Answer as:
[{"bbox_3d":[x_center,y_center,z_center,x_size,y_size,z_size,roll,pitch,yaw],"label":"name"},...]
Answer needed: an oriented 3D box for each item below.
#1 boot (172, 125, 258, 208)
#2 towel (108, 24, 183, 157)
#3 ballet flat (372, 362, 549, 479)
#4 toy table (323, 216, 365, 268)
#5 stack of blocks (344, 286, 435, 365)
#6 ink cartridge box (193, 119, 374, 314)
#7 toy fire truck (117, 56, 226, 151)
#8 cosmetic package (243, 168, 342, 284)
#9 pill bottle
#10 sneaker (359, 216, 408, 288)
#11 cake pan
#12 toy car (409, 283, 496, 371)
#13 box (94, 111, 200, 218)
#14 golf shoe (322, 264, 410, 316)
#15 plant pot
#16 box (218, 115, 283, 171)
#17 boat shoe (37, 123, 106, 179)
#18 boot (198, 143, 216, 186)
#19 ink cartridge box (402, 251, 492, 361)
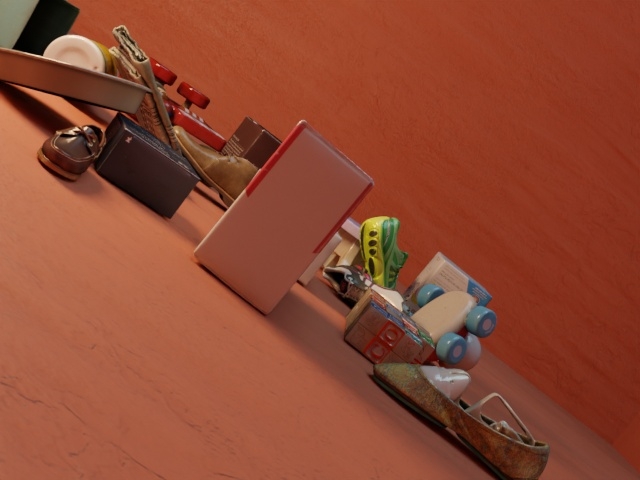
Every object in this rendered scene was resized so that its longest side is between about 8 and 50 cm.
[{"bbox_3d":[-0.240,-0.179,2.117,0.305,0.115,0.112,46,1,-27],"label":"boot"},{"bbox_3d":[-0.382,-0.291,1.957,0.312,0.056,0.324,-129,-159,-56],"label":"towel"},{"bbox_3d":[0.254,0.296,1.564,0.348,0.123,0.123,38,5,1],"label":"ballet flat"},{"bbox_3d":[0.076,0.036,2.421,0.274,0.161,0.252,37,5,2],"label":"toy table"},{"bbox_3d":[0.143,0.197,1.829,0.171,0.087,0.297,38,5,0],"label":"stack of blocks"},{"bbox_3d":[-0.049,-0.048,1.569,0.160,0.279,0.385,38,5,-1],"label":"ink cartridge box"},{"bbox_3d":[-0.416,-0.368,2.486,0.302,0.169,0.254,33,4,-35],"label":"toy fire truck"},{"bbox_3d":[-0.086,-0.034,2.013,0.224,0.138,0.224,36,5,-9],"label":"cosmetic package"},{"bbox_3d":[-0.542,-0.393,2.044,0.136,0.136,0.246,37,5,-7],"label":"pill bottle"},{"bbox_3d":[0.175,0.076,2.298,0.123,0.296,0.109,-16,29,-24],"label":"sneaker"},{"bbox_3d":[-0.452,-0.284,1.607,0.293,0.054,0.293,14,4,-1],"label":"cake pan"},{"bbox_3d":[0.323,0.267,2.232,0.219,0.210,0.238,23,-37,50],"label":"toy car"},{"bbox_3d":[-0.311,-0.134,1.569,0.156,0.093,0.158,35,5,-24],"label":"box"},{"bbox_3d":[0.106,0.141,2.164,0.120,0.105,0.273,15,12,-38],"label":"golf shoe"},{"bbox_3d":[-0.699,-0.516,1.975,0.234,0.166,0.165,31,3,11],"label":"plant pot"},{"bbox_3d":[-0.193,-0.222,2.609,0.167,0.203,0.168,36,6,-30],"label":"box"},{"bbox_3d":[-0.372,-0.143,1.350,0.073,0.073,0.207,38,6,-13],"label":"boat shoe"},{"bbox_3d":[-0.334,-0.228,2.360,0.106,0.082,0.219,38,6,-35],"label":"boot"},{"bbox_3d":[0.324,0.181,2.447,0.171,0.233,0.168,38,7,-4],"label":"ink cartridge box"}]
